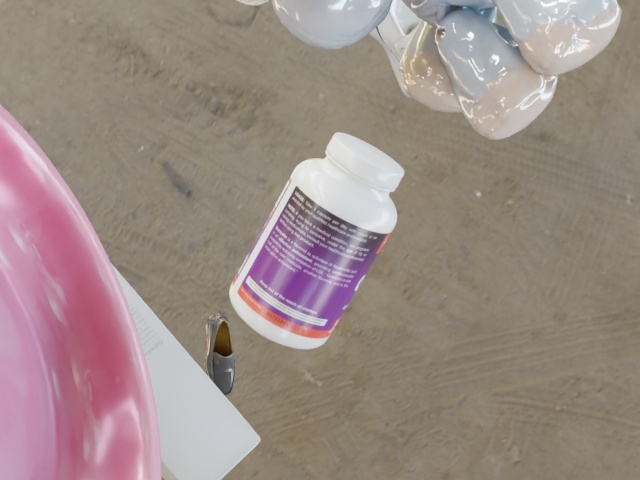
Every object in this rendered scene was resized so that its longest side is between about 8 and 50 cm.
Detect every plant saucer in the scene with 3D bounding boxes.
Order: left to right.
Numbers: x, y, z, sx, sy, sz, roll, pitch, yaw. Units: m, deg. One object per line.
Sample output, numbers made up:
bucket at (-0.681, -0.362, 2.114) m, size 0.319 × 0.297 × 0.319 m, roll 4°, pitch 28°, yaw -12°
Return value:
plant saucer at (-0.203, 0.059, 0.556) m, size 0.084 × 0.332 × 0.332 m, roll -21°, pitch 71°, yaw 8°

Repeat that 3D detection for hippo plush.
hippo plush at (0.088, -0.240, 0.745) m, size 0.236 × 0.234 × 0.294 m, roll 13°, pitch 84°, yaw -31°

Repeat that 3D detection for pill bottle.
pill bottle at (0.000, 0.000, 1.536) m, size 0.181 × 0.323 × 0.181 m, roll 27°, pitch 18°, yaw -10°

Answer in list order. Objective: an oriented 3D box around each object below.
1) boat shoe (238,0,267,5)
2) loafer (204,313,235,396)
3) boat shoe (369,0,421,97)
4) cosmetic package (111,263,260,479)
boat shoe at (-0.041, -0.192, 0.617) m, size 0.277 × 0.098 × 0.096 m, roll -4°, pitch 64°, yaw 3°
loafer at (-0.202, 0.235, 1.974) m, size 0.062 × 0.061 × 0.170 m, roll -8°, pitch 91°, yaw -19°
boat shoe at (0.125, -0.263, 1.239) m, size 0.088 × 0.267 × 0.096 m, roll 17°, pitch 67°, yaw 31°
cosmetic package at (-0.331, 0.257, 1.804) m, size 0.161 × 0.230 × 0.453 m, roll -41°, pitch 88°, yaw -20°
